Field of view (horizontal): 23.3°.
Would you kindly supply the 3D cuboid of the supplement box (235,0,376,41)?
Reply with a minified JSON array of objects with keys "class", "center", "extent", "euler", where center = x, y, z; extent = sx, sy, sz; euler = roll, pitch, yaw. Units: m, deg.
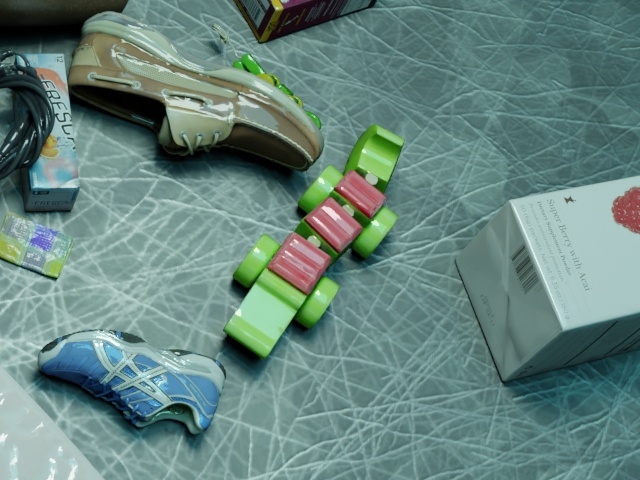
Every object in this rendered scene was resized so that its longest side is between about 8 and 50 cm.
[{"class":"supplement box","center":[-0.015,-0.344,2.026],"extent":[0.188,0.081,0.104],"euler":[-23,74,-28]}]

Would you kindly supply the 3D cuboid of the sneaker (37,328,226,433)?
[{"class":"sneaker","center":[-0.208,0.155,1.710],"extent":[0.211,0.080,0.081],"euler":[12,58,-13]}]

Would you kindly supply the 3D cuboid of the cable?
[{"class":"cable","center":[-0.394,-0.129,1.769],"extent":[0.184,0.047,0.150],"euler":[-25,71,-5]}]

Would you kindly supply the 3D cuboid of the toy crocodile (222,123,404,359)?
[{"class":"toy crocodile","center":[0.000,0.000,1.848],"extent":[0.115,0.105,0.340],"euler":[39,59,2]}]

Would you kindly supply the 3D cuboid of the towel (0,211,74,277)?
[{"class":"towel","center":[-0.330,0.005,1.781],"extent":[0.083,0.009,0.060],"euler":[24,59,-7]}]

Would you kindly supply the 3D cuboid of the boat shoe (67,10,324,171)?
[{"class":"boat shoe","center":[-0.155,-0.153,1.869],"extent":[0.324,0.123,0.116],"euler":[25,67,0]}]

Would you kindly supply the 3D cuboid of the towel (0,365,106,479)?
[{"class":"towel","center":[-0.405,0.271,1.561],"extent":[0.317,0.053,0.332],"euler":[49,55,-5]}]

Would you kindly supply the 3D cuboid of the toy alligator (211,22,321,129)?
[{"class":"toy alligator","center":[-0.081,-0.191,1.948],"extent":[0.190,0.056,0.051],"euler":[43,99,4]}]

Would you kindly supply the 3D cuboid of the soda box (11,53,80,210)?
[{"class":"soda box","center":[-0.323,-0.128,1.818],"extent":[0.058,0.063,0.183],"euler":[-3,66,-20]}]

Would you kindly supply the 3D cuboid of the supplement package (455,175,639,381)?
[{"class":"supplement package","center":[0.351,0.037,1.915],"extent":[0.293,0.175,0.177],"euler":[-11,68,-25]}]

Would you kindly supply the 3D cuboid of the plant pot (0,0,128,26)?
[{"class":"plant pot","center":[-0.343,-0.340,1.852],"extent":[0.230,0.215,0.215],"euler":[12,61,-30]}]
